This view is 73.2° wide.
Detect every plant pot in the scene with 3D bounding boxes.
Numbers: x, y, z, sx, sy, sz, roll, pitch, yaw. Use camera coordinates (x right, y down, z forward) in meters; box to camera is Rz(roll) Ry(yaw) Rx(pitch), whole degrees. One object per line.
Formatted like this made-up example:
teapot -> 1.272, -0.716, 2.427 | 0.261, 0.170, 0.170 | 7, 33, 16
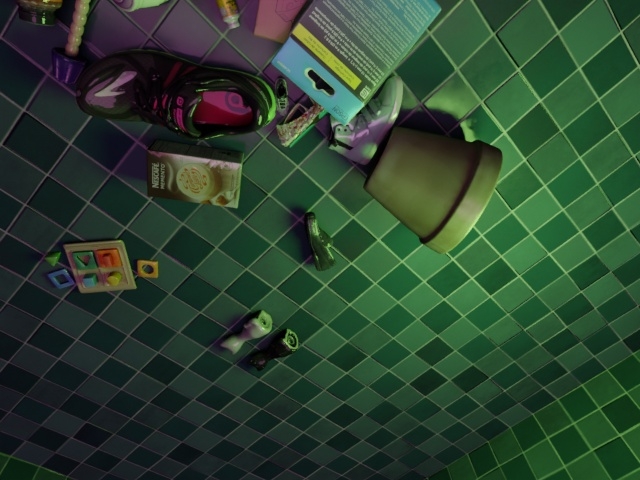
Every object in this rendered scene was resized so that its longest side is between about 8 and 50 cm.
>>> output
plant pot -> 0.282, -0.166, 1.190 | 0.280, 0.323, 0.323 | 26, 116, -1

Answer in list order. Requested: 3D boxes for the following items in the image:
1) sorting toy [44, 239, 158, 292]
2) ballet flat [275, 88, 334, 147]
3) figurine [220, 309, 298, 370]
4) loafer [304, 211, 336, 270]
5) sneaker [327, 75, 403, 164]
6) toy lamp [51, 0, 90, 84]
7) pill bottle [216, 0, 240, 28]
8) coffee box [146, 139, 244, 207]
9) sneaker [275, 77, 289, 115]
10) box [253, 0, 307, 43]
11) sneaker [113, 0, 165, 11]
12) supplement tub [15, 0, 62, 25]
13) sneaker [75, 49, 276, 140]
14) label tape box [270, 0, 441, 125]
sorting toy -> -0.695, 0.092, 1.362 | 0.347, 0.047, 0.196 | -5, 121, -3
ballet flat -> -0.024, -0.347, 1.155 | 0.240, 0.091, 0.077 | -38, 95, 12
figurine -> -0.227, 0.376, 1.563 | 0.209, 0.092, 0.215 | -39, 116, 21
loafer -> 0.000, 0.000, 1.369 | 0.078, 0.076, 0.223 | -16, 126, -2
sneaker -> 0.111, -0.335, 1.161 | 0.150, 0.094, 0.256 | 15, 121, -21
toy lamp -> -0.568, -0.503, 1.007 | 0.080, 0.080, 0.275 | 22, 113, -18
pill bottle -> -0.221, -0.554, 1.029 | 0.043, 0.043, 0.083 | -15, 122, 3
coffee box -> -0.346, -0.185, 1.204 | 0.246, 0.098, 0.141 | 6, 120, -10
sneaker -> -0.103, -0.372, 1.135 | 0.038, 0.069, 0.098 | -8, 121, -1
box -> -0.051, -0.563, 1.055 | 0.201, 0.021, 0.165 | 11, 119, -11
sneaker -> -0.433, -0.650, 0.927 | 0.114, 0.152, 0.305 | -9, 109, 45
supplement tub -> -0.621, -0.581, 0.936 | 0.105, 0.106, 0.198 | 9, 119, -11
sneaker -> -0.349, -0.349, 1.045 | 0.481, 0.202, 0.186 | 1, 120, -6
label tape box -> 0.075, -0.496, 1.033 | 0.249, 0.115, 0.348 | 33, 108, -26
